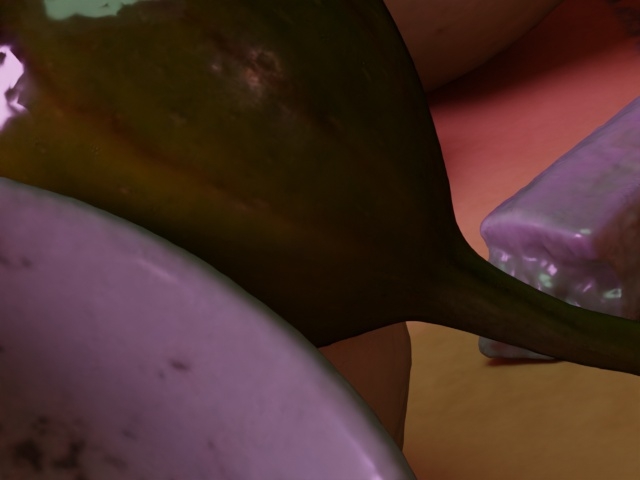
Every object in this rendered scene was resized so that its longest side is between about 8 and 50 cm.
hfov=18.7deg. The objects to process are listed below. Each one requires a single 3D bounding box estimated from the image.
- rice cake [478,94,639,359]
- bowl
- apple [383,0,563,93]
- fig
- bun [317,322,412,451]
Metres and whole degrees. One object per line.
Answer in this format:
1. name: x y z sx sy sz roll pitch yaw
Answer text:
1. rice cake: 0.191 -0.065 0.837 0.365 0.056 0.072 -36 24 -33
2. bowl: -0.114 0.137 0.469 0.289 0.146 0.289 6 57 -9
3. apple: -0.034 -0.282 1.034 0.473 0.474 0.474 -18 22 8
4. fig: 0.000 0.000 0.560 0.151 0.259 0.151 -51 -8 -10
5. bun: -0.079 0.066 0.667 0.229 0.145 0.229 -6 47 6
